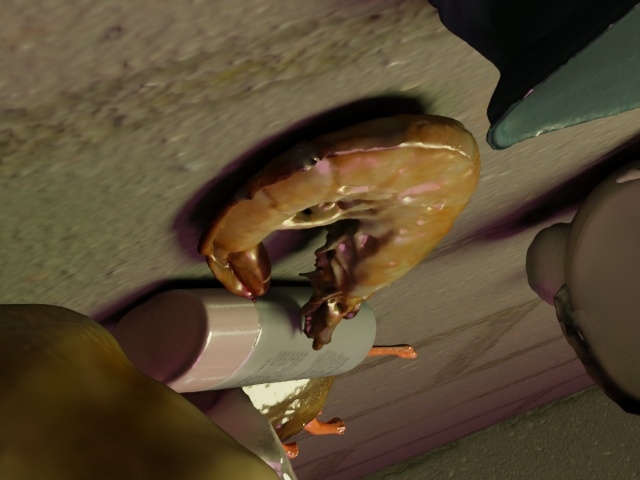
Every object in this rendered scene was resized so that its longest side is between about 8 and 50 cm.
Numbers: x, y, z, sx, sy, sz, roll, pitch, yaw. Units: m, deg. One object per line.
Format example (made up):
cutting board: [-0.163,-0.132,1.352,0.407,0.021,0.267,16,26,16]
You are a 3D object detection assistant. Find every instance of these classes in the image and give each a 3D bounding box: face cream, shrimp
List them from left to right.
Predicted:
face cream: [-0.041,0.058,0.753,0.084,0.057,0.198,-32,161,25]
shrimp: [0.002,0.003,0.621,0.133,0.053,0.236,-20,162,-20]

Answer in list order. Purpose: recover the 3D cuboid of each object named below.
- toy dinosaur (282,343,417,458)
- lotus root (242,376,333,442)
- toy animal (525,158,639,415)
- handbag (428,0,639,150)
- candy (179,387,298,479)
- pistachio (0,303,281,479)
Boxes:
toy dinosaur: [-0.022,0.146,1.097,0.280,0.055,0.101,-27,143,25]
lotus root: [-0.129,0.144,0.888,0.329,0.078,0.167,-16,163,-25]
toy animal: [0.291,0.023,0.904,0.247,0.182,0.310,-26,171,31]
handbag: [0.158,-0.121,0.401,0.179,0.062,0.229,-16,164,-35]
candy: [-0.136,0.208,0.779,0.265,0.155,0.116,-23,-157,-8]
pistachio: [-0.220,0.182,0.472,0.446,0.281,0.365,-26,154,-2]
